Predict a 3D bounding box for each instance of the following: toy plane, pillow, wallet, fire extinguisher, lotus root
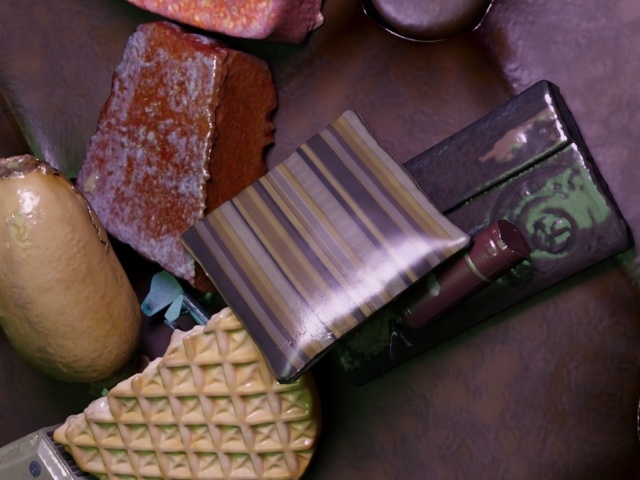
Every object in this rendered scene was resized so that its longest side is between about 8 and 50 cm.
[{"bbox_3d":[-0.087,0.110,1.384,0.235,0.060,0.096,45,125,15],"label":"toy plane"},{"bbox_3d":[0.000,0.000,1.250,0.212,0.052,0.208,-38,52,0],"label":"pillow"},{"bbox_3d":[0.115,0.000,1.273,0.321,0.044,0.170,-30,80,27],"label":"wallet"},{"bbox_3d":[0.112,0.035,1.235,0.157,0.045,0.078,-39,51,27],"label":"fire extinguisher"},{"bbox_3d":[-0.262,0.046,1.362,0.146,0.131,0.303,40,155,49],"label":"lotus root"}]

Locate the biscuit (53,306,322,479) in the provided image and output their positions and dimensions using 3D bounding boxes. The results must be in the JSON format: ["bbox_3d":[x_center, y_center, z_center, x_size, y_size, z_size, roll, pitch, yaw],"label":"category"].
[{"bbox_3d":[-0.115,0.193,1.358,0.309,0.040,0.204,-35,103,33],"label":"biscuit"}]

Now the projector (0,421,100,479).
[{"bbox_3d":[-0.277,0.340,1.475,0.194,0.088,0.269,-27,79,30],"label":"projector"}]

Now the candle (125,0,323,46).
[{"bbox_3d":[-0.105,-0.316,1.335,0.317,0.131,0.287,-25,83,28],"label":"candle"}]

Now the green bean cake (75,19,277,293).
[{"bbox_3d":[-0.129,-0.089,1.373,0.199,0.097,0.232,26,104,27],"label":"green bean cake"}]
